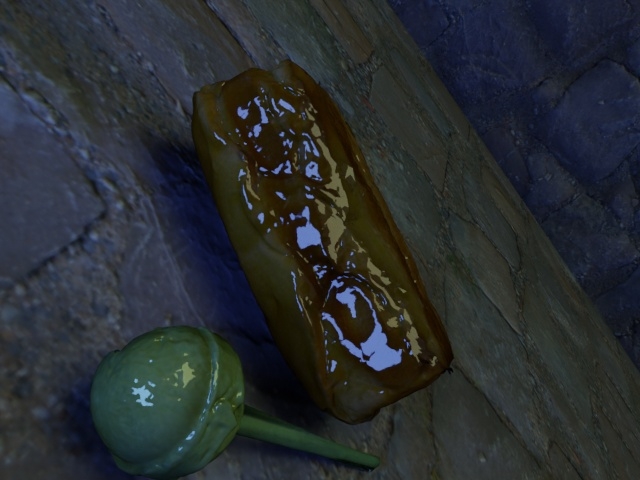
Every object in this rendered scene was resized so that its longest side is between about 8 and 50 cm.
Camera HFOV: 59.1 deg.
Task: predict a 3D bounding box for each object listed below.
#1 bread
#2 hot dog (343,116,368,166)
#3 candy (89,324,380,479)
[{"bbox_3d":[-0.006,0.002,0.549,0.344,0.149,0.195,65,14,11],"label":"bread"},{"bbox_3d":[0.045,-0.096,0.848,0.088,0.061,0.286,21,44,-66],"label":"hot dog"},{"bbox_3d":[-0.033,0.151,0.446,0.335,0.092,0.093,38,44,-48],"label":"candy"}]
